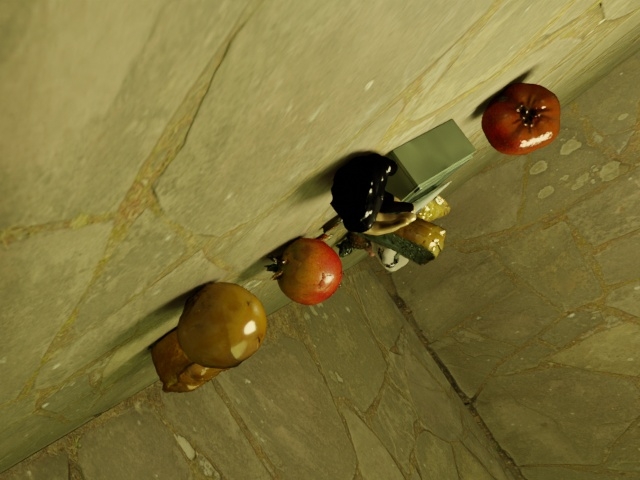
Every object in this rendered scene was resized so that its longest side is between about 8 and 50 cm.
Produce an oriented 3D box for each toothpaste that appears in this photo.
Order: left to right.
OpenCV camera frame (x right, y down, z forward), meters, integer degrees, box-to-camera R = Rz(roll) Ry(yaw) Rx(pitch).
[{"bbox_3d":[0.296,-0.113,1.342,0.218,0.033,0.052,-36,179,-26],"label":"toothpaste"}]

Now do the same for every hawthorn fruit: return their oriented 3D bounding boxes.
[{"bbox_3d":[0.567,-0.341,1.354,0.207,0.207,0.243,-36,176,11],"label":"hawthorn fruit"}]

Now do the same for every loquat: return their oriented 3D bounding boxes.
[{"bbox_3d":[-0.263,0.226,1.248,0.235,0.235,0.235,-33,172,-5],"label":"loquat"}]

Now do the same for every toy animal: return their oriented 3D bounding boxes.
[{"bbox_3d":[0.299,0.004,1.881,0.204,0.156,0.208,-25,144,-38],"label":"toy animal"}]

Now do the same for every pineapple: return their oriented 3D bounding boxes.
[{"bbox_3d":[0.148,0.005,2.017,0.119,0.111,0.237,10,157,-21],"label":"pineapple"}]

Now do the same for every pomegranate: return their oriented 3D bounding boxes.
[{"bbox_3d":[-0.048,0.093,1.428,0.235,0.210,0.210,6,154,-22],"label":"pomegranate"}]

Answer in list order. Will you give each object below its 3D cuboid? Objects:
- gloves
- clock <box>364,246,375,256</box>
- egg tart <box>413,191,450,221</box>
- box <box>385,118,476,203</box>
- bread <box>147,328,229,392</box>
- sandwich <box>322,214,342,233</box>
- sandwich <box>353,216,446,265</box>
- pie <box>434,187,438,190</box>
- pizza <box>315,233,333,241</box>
[{"bbox_3d":[0.128,-0.108,1.088,0.152,0.197,0.301,9,177,41],"label":"gloves"},{"bbox_3d":[0.248,-0.016,2.064,0.093,0.165,0.162,-27,176,-34],"label":"clock"},{"bbox_3d":[0.298,-0.112,1.526,0.241,0.241,0.105,103,10,-78],"label":"egg tart"},{"bbox_3d":[0.265,-0.187,1.284,0.225,0.117,0.225,-30,171,-24],"label":"box"},{"bbox_3d":[-0.409,0.391,1.695,0.398,0.215,0.398,-34,172,-5],"label":"bread"},{"bbox_3d":[0.045,-0.057,1.514,0.069,0.026,0.101,-32,176,-45],"label":"sandwich"},{"bbox_3d":[0.239,-0.029,1.491,0.099,0.301,0.271,-63,174,-6],"label":"sandwich"},{"bbox_3d":[0.311,-0.142,1.822,0.340,0.083,0.339,-30,174,-4],"label":"pie"},{"bbox_3d":[-0.012,0.007,1.665,0.100,0.029,0.099,-28,178,-24],"label":"pizza"}]
